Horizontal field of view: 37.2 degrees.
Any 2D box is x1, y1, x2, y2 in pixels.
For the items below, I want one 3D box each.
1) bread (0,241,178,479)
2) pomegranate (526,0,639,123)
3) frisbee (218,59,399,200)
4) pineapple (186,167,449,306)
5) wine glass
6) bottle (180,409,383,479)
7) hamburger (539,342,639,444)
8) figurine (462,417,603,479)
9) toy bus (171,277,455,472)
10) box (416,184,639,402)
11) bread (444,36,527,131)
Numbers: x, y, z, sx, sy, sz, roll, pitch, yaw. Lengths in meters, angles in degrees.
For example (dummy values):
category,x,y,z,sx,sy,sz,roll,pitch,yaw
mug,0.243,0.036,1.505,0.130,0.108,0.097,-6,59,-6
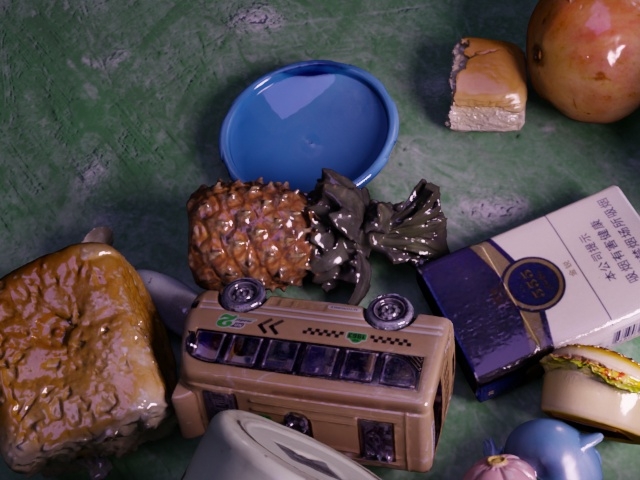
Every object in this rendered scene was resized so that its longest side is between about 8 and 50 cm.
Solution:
category,x,y,z,sx,sy,sz,roll,pitch,yaw
bread,-0.263,0.149,1.054,0.196,0.176,0.246,-22,66,-1
pomegranate,0.349,-0.241,1.175,0.191,0.191,0.191,-5,58,8
frisbee,-0.015,-0.139,1.262,0.242,0.045,0.242,-4,58,7
pineapple,0.000,0.000,1.130,0.310,0.141,0.170,-3,89,0
wine glass,-0.212,0.055,1.171,0.198,0.066,0.066,32,69,24
bottle,-0.070,0.354,0.847,0.229,0.229,0.351,25,88,23
hamburger,0.285,0.153,0.967,0.127,0.141,0.081,0,67,54
figurine,0.205,0.258,0.929,0.178,0.114,0.144,-16,76,-32
toy bus,-0.010,0.147,1.007,0.290,0.139,0.157,7,42,13
box,0.257,0.058,1.072,0.259,0.071,0.168,-22,57,-5
bread,0.218,-0.207,1.239,0.106,0.082,0.125,0,55,18
